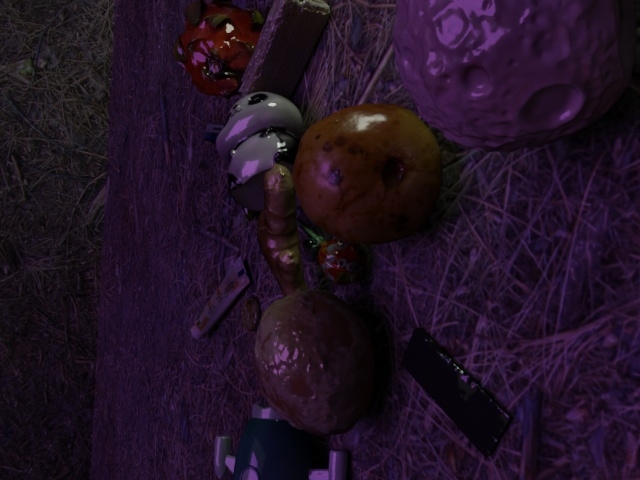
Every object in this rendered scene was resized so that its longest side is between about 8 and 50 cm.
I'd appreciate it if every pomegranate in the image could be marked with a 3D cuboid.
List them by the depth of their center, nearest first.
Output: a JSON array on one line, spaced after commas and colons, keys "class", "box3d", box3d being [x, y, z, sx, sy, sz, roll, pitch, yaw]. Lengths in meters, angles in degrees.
[{"class": "pomegranate", "box3d": [0.066, -0.099, 0.813, 0.215, 0.215, 0.215, -5, 84, 56]}]

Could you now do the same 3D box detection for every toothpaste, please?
[{"class": "toothpaste", "box3d": [-0.262, 0.161, 1.426, 0.314, 0.058, 0.056, -49, 5, 38]}]

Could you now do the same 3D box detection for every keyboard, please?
[{"class": "keyboard", "box3d": [0.184, 0.207, 0.782, 0.196, 0.015, 0.074, 45, 128, 48]}]

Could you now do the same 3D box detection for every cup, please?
[{"class": "cup", "box3d": [-0.082, 0.400, 1.048, 0.300, 0.167, 0.173, -6, 71, 30]}]

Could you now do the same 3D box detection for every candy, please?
[{"class": "candy", "box3d": [-0.001, -0.001, 1.038, 0.288, 0.078, 0.084, -138, 54, -59]}]

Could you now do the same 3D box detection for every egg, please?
[{"class": "egg", "box3d": [-0.006, 0.198, 0.905, 0.203, 0.203, 0.245, -23, 86, 54]}]

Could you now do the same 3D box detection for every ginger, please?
[{"class": "ginger", "box3d": [-0.064, 0.027, 1.030, 0.148, 0.081, 0.333, -6, 98, 59]}]

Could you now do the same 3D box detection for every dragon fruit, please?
[{"class": "dragon fruit", "box3d": [-0.214, -0.428, 1.244, 0.227, 0.224, 0.224, 43, 123, 50]}]

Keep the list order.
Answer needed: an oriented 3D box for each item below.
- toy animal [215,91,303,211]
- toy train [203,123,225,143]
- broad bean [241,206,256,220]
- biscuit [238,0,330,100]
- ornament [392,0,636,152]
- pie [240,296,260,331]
[{"class": "toy animal", "box3d": [-0.112, -0.189, 1.112, 0.187, 0.165, 0.235, -27, 63, 21]}, {"class": "toy train", "box3d": [-0.227, -0.262, 1.396, 0.234, 0.052, 0.051, 21, 101, 55]}, {"class": "broad bean", "box3d": [-0.156, -0.159, 1.294, 0.069, 0.039, 0.227, 27, 110, 48]}, {"class": "biscuit", "box3d": [-0.078, -0.387, 1.126, 0.239, 0.108, 0.062, -58, 41, 37]}, {"class": "ornament", "box3d": [0.193, -0.219, 0.573, 0.225, 0.259, 0.259, 0, 88, 35]}, {"class": "pie", "box3d": [-0.164, 0.175, 1.305, 0.085, 0.017, 0.085, -8, 81, 55]}]
